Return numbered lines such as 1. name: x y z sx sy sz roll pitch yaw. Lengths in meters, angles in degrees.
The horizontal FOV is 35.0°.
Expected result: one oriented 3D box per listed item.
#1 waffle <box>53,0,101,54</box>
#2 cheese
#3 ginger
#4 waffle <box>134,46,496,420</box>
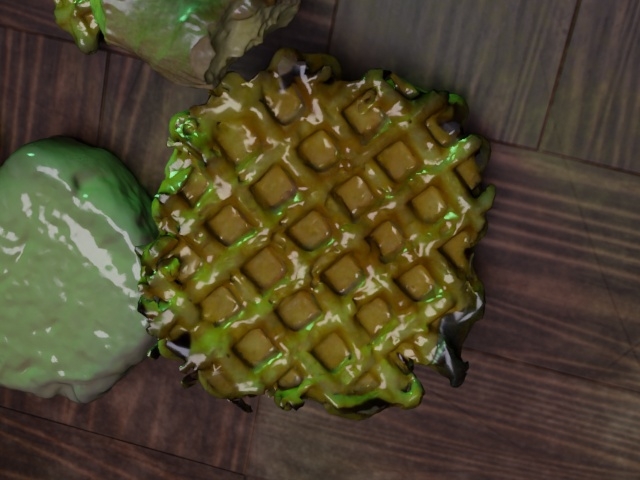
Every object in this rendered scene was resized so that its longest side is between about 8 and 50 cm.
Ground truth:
1. waffle: -0.211 -0.356 1.087 0.281 0.058 0.301 44 113 -4
2. cheese: -0.319 0.037 1.211 0.318 0.115 0.326 3 107 11
3. ginger: -0.134 -0.272 0.989 0.221 0.130 0.276 -9 78 -9
4. waffle: 0.000 0.000 1.065 0.379 0.095 0.382 9 95 -16
